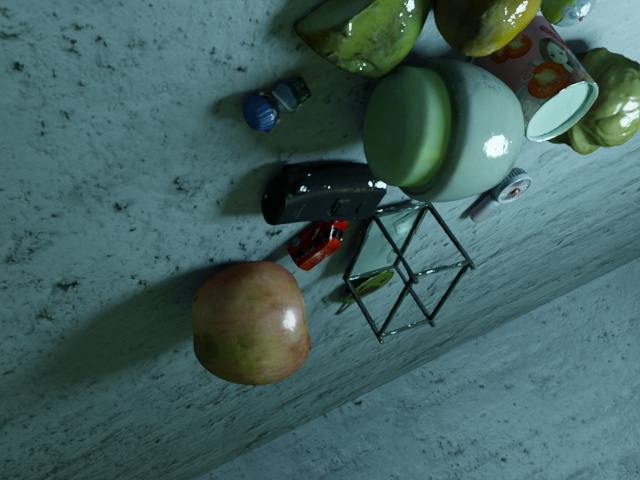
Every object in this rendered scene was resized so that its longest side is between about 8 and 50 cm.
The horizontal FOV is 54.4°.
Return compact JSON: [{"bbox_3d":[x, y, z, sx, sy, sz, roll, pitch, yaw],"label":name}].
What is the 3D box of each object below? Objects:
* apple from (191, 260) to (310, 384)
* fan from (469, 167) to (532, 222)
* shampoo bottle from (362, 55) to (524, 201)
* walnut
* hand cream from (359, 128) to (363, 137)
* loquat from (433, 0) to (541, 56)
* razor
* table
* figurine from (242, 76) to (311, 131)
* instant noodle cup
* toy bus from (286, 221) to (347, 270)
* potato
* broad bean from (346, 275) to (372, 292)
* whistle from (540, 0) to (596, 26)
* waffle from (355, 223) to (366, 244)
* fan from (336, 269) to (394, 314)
[{"bbox_3d":[-0.202,0.240,1.777,0.364,0.364,0.364,-21,150,-12],"label":"apple"},{"bbox_3d":[0.604,-0.146,2.103,0.130,0.074,0.244,3,139,-43],"label":"fan"},{"bbox_3d":[0.278,-0.245,1.410,0.317,0.322,0.322,3,140,-26],"label":"shampoo bottle"},{"bbox_3d":[0.713,-0.364,1.640,0.277,0.282,0.253,-30,146,-37],"label":"walnut"},{"bbox_3d":[0.218,-0.271,1.609,0.271,0.058,0.091,11,127,-42],"label":"hand cream"},{"bbox_3d":[0.325,-0.477,1.222,0.238,0.193,0.238,-36,176,-3],"label":"loquat"},{"bbox_3d":[0.014,-0.121,1.618,0.327,0.107,0.189,-6,145,-32],"label":"razor"},{"bbox_3d":[0.260,0.101,1.924,0.222,0.272,0.335,-13,145,-25],"label":"table"},{"bbox_3d":[-0.091,-0.283,1.310,0.149,0.087,0.086,-29,114,1],"label":"figurine"},{"bbox_3d":[0.513,-0.381,1.495,0.243,0.231,0.243,-20,151,-12],"label":"instant noodle cup"},{"bbox_3d":[0.000,0.000,1.818,0.195,0.089,0.081,-38,150,17],"label":"toy bus"},{"bbox_3d":[0.126,-0.449,1.193,0.269,0.112,0.255,-1,141,-42],"label":"potato"},{"bbox_3d":[0.178,0.093,2.165,0.060,0.043,0.297,4,140,-29],"label":"broad bean"},{"bbox_3d":[0.577,-0.537,1.429,0.123,0.123,0.223,-42,162,24],"label":"whistle"},{"bbox_3d":[0.199,-0.034,1.983,0.191,0.038,0.191,-21,151,-12],"label":"waffle"},{"bbox_3d":[0.157,0.195,2.306,0.229,0.011,0.335,-14,156,-44],"label":"fan"}]
